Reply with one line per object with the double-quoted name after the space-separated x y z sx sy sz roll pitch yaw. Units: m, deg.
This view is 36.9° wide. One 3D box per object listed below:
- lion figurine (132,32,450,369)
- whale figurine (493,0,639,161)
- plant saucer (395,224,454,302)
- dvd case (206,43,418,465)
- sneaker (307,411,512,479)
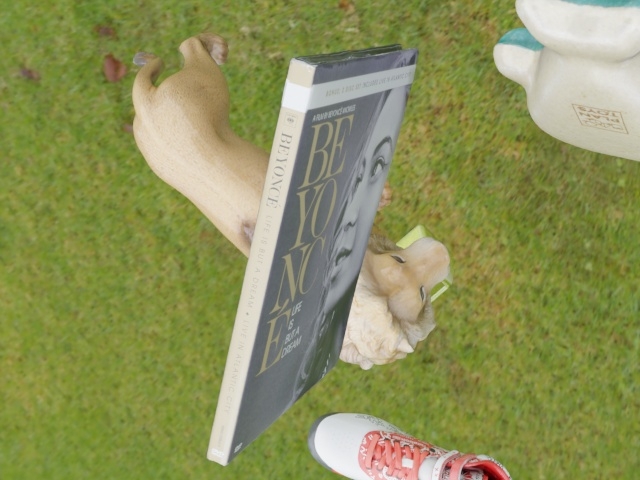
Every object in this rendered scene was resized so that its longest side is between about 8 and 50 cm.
-0.057 -0.046 0.845 0.392 0.240 0.142 34 112 6 "lion figurine"
0.244 -0.155 0.755 0.216 0.272 0.141 17 85 31 "whale figurine"
0.102 0.075 1.309 0.188 0.188 0.045 -41 66 7 "plant saucer"
0.000 0.000 0.552 0.018 0.164 0.221 19 110 18 "dvd case"
0.126 0.292 1.262 0.270 0.090 0.145 27 159 -17 "sneaker"
